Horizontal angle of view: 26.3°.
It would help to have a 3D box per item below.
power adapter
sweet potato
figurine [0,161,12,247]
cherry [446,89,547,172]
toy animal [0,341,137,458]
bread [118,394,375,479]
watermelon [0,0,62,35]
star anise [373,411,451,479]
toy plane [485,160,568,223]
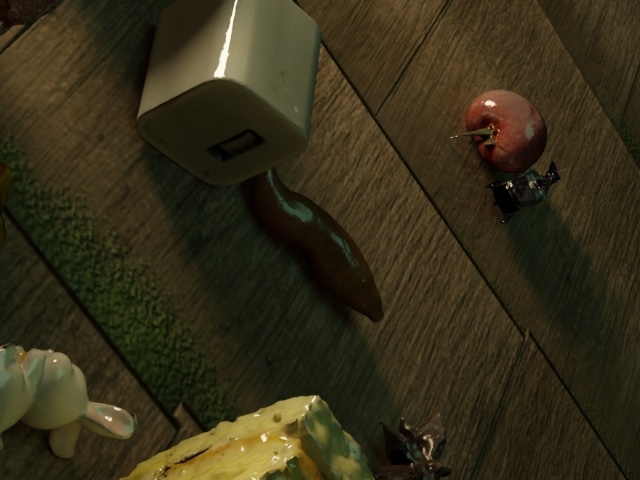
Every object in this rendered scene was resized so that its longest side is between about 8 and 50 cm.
[{"bbox_3d":[-0.077,-0.175,1.255,0.125,0.130,0.205,36,48,-36],"label":"power adapter"},{"bbox_3d":[-0.002,0.002,1.329,0.055,0.058,0.202,-45,110,-7],"label":"sweet potato"},{"bbox_3d":[-0.290,-0.030,0.952,0.176,0.121,0.122,40,71,-47],"label":"figurine"},{"bbox_3d":[0.227,-0.137,1.664,0.106,0.087,0.126,48,32,-5],"label":"cherry"},{"bbox_3d":[-0.206,0.110,0.987,0.124,0.071,0.085,7,66,-51],"label":"toy animal"},{"bbox_3d":[-0.011,0.320,0.994,0.375,0.236,0.165,57,25,-10],"label":"bread"},{"bbox_3d":[-0.286,-0.264,1.026,0.256,0.193,0.140,37,15,-31],"label":"watermelon"},{"bbox_3d":[0.098,0.216,1.337,0.124,0.056,0.129,50,39,-22],"label":"star anise"},{"bbox_3d":[0.255,-0.063,1.676,0.053,0.078,0.197,66,21,1],"label":"toy plane"}]
